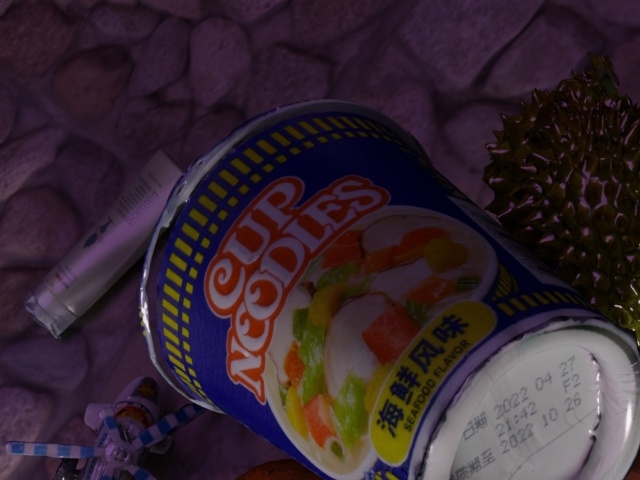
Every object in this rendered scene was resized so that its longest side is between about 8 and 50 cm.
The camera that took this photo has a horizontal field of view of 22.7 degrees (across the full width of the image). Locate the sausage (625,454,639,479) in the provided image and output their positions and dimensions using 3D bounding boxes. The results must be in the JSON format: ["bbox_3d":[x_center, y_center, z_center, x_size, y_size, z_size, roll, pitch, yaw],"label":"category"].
[{"bbox_3d":[0.261,0.173,1.169,0.169,0.065,0.065,20,74,38],"label":"sausage"}]

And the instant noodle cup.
[{"bbox_3d":[0.062,0.077,1.141,0.284,0.284,0.312,-50,41,-3],"label":"instant noodle cup"}]

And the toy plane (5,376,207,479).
[{"bbox_3d":[-0.198,0.255,1.427,0.182,0.107,0.273,6,81,-10],"label":"toy plane"}]

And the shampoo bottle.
[{"bbox_3d":[-0.210,0.004,1.599,0.212,0.049,0.072,-47,52,0],"label":"shampoo bottle"}]

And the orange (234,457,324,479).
[{"bbox_3d":[-0.014,0.264,1.232,0.193,0.161,0.193,-25,51,35],"label":"orange"}]

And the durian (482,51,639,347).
[{"bbox_3d":[0.227,-0.022,1.220,0.176,0.200,0.237,-24,57,-10],"label":"durian"}]
